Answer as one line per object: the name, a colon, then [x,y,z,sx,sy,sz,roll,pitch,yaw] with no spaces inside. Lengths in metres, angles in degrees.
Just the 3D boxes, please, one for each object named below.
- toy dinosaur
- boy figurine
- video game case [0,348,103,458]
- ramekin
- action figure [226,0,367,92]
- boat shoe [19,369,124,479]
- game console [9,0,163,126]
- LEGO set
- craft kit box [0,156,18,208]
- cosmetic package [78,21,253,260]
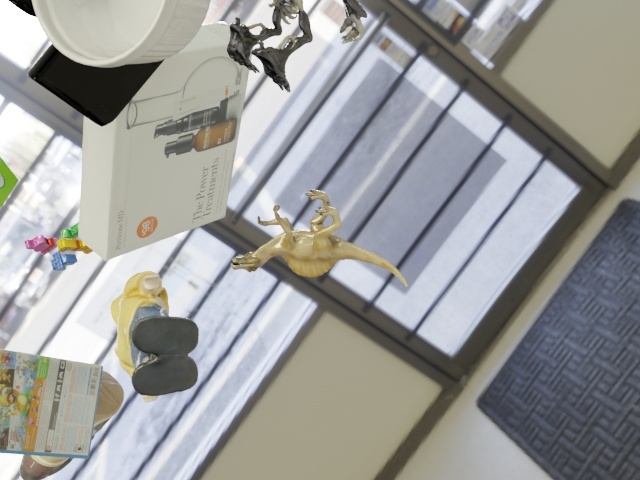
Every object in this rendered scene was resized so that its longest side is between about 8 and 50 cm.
toy dinosaur: [0.000,0.000,0.838,0.053,0.183,0.092,-79,-11,-59]
boy figurine: [-0.233,0.127,1.104,0.285,0.092,0.177,-159,69,-71]
video game case: [-0.348,0.200,0.988,0.015,0.166,0.119,-7,71,42]
ramekin: [-0.222,-0.301,0.935,0.207,0.207,0.109,-46,-15,24]
action figure: [-0.020,-0.360,1.224,0.164,0.141,0.275,28,77,30]
boat shoe: [-0.427,0.310,1.385,0.092,0.103,0.285,-47,6,17]
game console: [-0.364,-0.327,1.086,0.213,0.361,0.044,-49,39,5]
LEGO set: [-0.539,0.000,1.721,0.227,0.093,0.087,-29,72,24]
craft kit box: [-0.462,-0.102,0.904,0.061,0.246,0.250,-22,29,9]
cosmetic package: [-0.274,-0.176,1.427,0.284,0.097,0.377,-22,-42,-42]
